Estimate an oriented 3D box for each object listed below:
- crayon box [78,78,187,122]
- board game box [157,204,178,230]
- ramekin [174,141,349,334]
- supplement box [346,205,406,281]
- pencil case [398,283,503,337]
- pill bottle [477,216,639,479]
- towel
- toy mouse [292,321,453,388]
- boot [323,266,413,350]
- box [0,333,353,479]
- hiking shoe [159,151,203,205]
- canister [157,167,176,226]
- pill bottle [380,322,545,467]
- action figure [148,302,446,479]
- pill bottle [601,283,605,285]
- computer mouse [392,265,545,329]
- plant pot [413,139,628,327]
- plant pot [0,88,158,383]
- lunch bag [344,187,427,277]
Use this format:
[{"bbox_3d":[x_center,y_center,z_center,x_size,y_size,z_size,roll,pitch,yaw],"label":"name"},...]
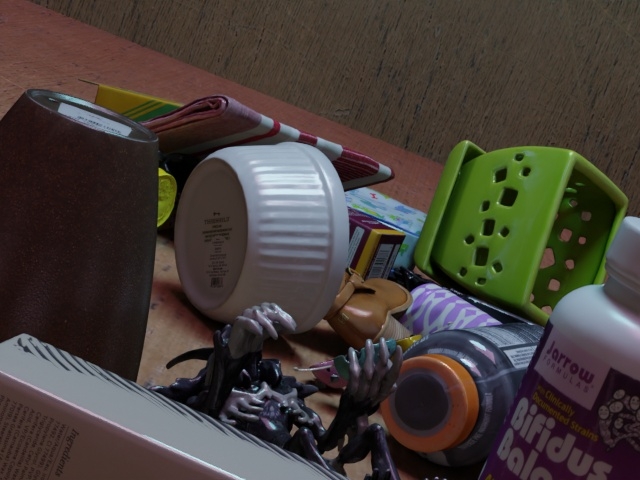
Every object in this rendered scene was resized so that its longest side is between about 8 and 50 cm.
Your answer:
[{"bbox_3d":[-0.205,-0.167,2.276,0.323,0.083,0.203,18,6,40],"label":"crayon box"},{"bbox_3d":[-0.207,-0.058,1.974,0.124,0.039,0.259,26,15,18],"label":"board game box"},{"bbox_3d":[-0.070,-0.004,1.569,0.109,0.207,0.207,3,20,-33],"label":"ramekin"},{"bbox_3d":[0.000,0.000,1.911,0.188,0.104,0.081,28,12,28],"label":"supplement box"},{"bbox_3d":[0.171,0.123,1.715,0.088,0.086,0.206,-29,38,-29],"label":"pencil case"},{"bbox_3d":[0.237,0.142,1.177,0.169,0.302,0.169,21,11,-4],"label":"pill bottle"},{"bbox_3d":[-0.092,-0.112,1.939,0.237,0.037,0.329,-11,-19,40],"label":"towel"},{"bbox_3d":[0.034,0.125,1.465,0.143,0.031,0.161,-11,-8,-39],"label":"toy mouse"},{"bbox_3d":[0.032,0.056,1.687,0.152,0.073,0.197,38,10,-18],"label":"boot"},{"bbox_3d":[-0.101,0.165,0.934,0.275,0.113,0.094,24,10,6],"label":"box"},{"bbox_3d":[-0.113,-0.032,1.821,0.227,0.086,0.114,31,-1,9],"label":"hiking shoe"},{"bbox_3d":[-0.277,-0.072,1.785,0.170,0.073,0.126,26,25,30],"label":"canister"},{"bbox_3d":[0.149,0.148,1.432,0.130,0.130,0.245,27,13,27],"label":"pill bottle"},{"bbox_3d":[-0.012,0.121,1.101,0.164,0.141,0.275,10,21,-42],"label":"action figure"},{"bbox_3d":[0.447,0.174,1.747,0.318,0.176,0.176,29,14,35],"label":"pill bottle"},{"bbox_3d":[0.211,0.111,1.935,0.262,0.060,0.184,24,-1,8],"label":"computer mouse"},{"bbox_3d":[0.269,-0.007,2.056,0.207,0.228,0.227,16,-7,35],"label":"plant pot"},{"bbox_3d":[-0.213,0.009,1.147,0.215,0.230,0.215,21,11,-5],"label":"plant pot"},{"bbox_3d":[0.067,-0.019,2.163,0.176,0.090,0.219,23,11,2],"label":"lunch bag"}]
